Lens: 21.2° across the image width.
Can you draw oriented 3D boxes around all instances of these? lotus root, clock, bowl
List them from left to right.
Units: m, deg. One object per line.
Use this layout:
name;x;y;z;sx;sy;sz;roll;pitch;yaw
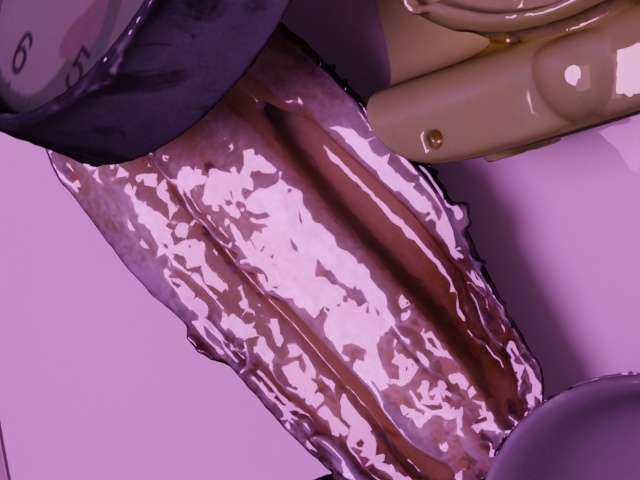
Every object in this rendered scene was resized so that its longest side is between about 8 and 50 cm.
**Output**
clock;-0.101;-0.199;0.855;0.319;0.066;0.318;-22;61;46
lotus root;0.001;0.001;0.904;0.167;0.078;0.329;-45;77;20
clock;0.097;-0.201;0.790;0.235;0.096;0.308;-17;89;35
bowl;0.174;0.145;0.816;0.189;0.086;0.189;6;102;31

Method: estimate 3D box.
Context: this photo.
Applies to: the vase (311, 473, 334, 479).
vase;0.035;0.246;0.924;0.115;0.115;0.237;-2;94;34
